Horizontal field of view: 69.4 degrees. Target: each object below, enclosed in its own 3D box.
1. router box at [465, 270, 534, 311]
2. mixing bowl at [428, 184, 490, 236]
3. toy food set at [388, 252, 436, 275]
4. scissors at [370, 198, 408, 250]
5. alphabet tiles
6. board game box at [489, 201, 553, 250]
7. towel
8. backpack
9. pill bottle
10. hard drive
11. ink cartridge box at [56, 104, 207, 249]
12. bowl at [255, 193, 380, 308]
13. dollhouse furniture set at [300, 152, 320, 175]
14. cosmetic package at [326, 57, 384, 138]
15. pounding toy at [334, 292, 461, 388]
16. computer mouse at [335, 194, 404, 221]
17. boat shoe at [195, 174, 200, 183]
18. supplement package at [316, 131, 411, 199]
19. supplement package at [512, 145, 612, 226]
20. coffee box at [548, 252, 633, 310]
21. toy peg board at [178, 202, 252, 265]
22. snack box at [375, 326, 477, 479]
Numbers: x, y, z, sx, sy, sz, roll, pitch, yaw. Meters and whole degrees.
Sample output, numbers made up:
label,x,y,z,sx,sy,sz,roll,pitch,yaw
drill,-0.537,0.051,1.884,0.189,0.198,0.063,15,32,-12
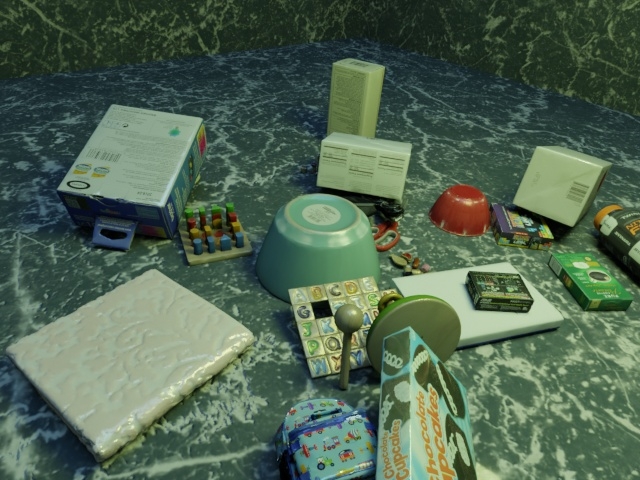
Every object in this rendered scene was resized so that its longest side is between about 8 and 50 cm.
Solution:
label,x,y,z,sx,sy,sz,roll,pitch,yaw
router box,0.395,0.112,1.025,0.123,0.038,0.092,3,34,-2
mixing bowl,0.419,-0.102,1.359,0.182,0.098,0.181,4,34,-3
toy food set,0.234,0.065,1.168,0.078,0.019,0.122,-10,30,-21
scissors,0.218,-0.049,1.332,0.109,0.021,0.297,25,39,31
alphabet tiles,0.069,0.168,0.955,0.238,0.009,0.198,-8,54,-17
board game box,0.574,-0.044,1.338,0.141,0.048,0.170,8,35,3
towel,-0.349,0.203,0.869,0.317,0.053,0.332,25,39,28
backpack,0.010,0.310,0.702,0.159,0.116,0.173,-5,34,-15
pill bottle,0.842,0.003,1.230,0.131,0.130,0.245,-2,35,-9
hard drive,0.346,0.142,1.048,0.319,0.040,0.210,-7,36,-16
ink cartridge box,-0.490,-0.165,1.226,0.270,0.151,0.395,9,53,1
bowl,0.000,0.000,1.108,0.312,0.163,0.311,3,36,-2
dollhouse furniture set,-0.009,-0.285,1.585,0.091,0.081,0.114,11,35,9
cosmetic package,0.123,-0.488,1.696,0.160,0.309,0.113,25,40,25
pounding toy,0.135,0.165,0.882,0.237,0.182,0.110,-7,27,-11
computer mouse,0.083,-0.080,1.308,0.273,0.072,0.188,-1,18,-19
boat shoe,-0.465,-0.186,1.394,0.224,0.073,0.080,-28,49,-35
supplement package,0.141,-0.239,1.449,0.262,0.145,0.204,11,22,9
supplement package,0.721,-0.171,1.366,0.175,0.177,0.293,28,26,29
coffee box,0.663,0.099,1.147,0.113,0.040,0.184,-1,35,-7
toy peg board,-0.273,-0.026,1.184,0.162,0.079,0.160,-11,37,-20
snack box,0.160,0.304,0.677,0.060,0.187,0.321,-31,24,27
